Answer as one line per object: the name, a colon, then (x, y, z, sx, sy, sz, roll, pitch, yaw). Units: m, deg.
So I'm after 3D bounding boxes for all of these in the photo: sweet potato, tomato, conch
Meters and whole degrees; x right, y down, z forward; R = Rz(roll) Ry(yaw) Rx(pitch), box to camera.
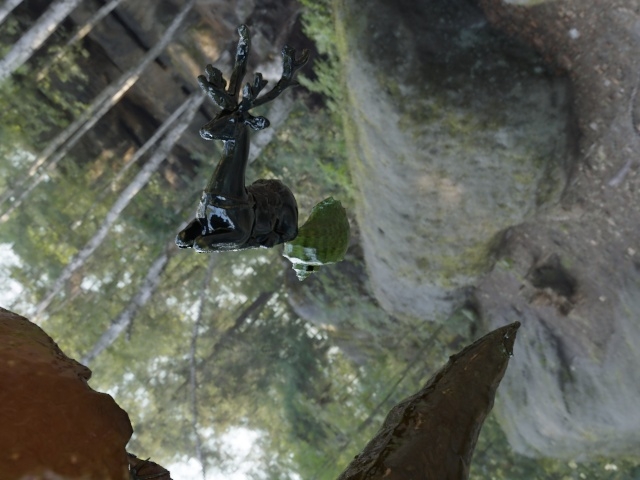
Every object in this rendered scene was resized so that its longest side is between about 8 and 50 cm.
sweet potato: (0.087, 0.237, 0.694, 0.130, 0.423, 0.131, 23, 137, 23)
tomato: (-0.432, 0.558, 1.532, 0.213, 0.155, 0.181, 18, 132, -6)
conch: (0.000, 0.000, 0.938, 0.074, 0.121, 0.089, 29, -169, 32)

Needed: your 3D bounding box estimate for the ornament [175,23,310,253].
ornament: (-0.065, -0.108, 0.788, 0.080, 0.236, 0.202, 17, -166, 26)

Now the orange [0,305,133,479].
orange: (-0.245, 0.179, 0.365, 0.274, 0.274, 0.310, 44, 140, 7)
